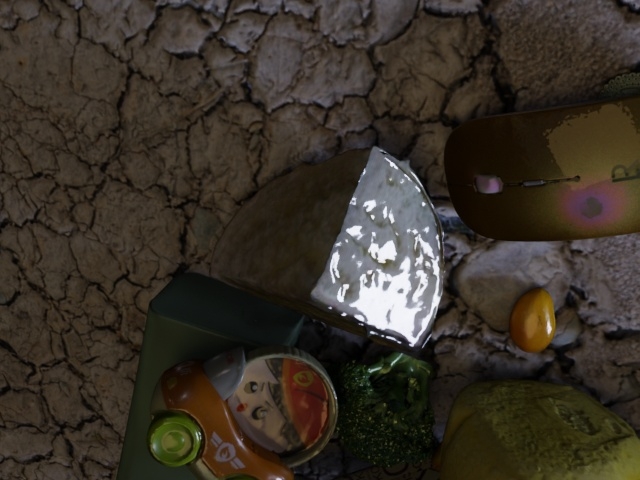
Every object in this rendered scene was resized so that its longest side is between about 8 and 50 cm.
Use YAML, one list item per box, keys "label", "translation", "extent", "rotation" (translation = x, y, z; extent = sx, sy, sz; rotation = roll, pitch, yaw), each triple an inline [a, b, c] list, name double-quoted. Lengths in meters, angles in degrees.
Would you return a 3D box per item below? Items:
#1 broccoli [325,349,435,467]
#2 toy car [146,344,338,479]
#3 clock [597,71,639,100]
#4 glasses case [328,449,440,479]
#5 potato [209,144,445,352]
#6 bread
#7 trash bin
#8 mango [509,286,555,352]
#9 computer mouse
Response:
- label: "broccoli"
  translation: [0.079, 0.225, 1.102]
  extent: [0.195, 0.195, 0.156]
  rotation: [21, 85, 7]
- label: "toy car"
  translation: [-0.088, 0.221, 1.015]
  extent: [0.235, 0.145, 0.235]
  rotation: [-1, 98, -7]
- label: "clock"
  translation: [0.356, -0.153, 0.910]
  extent: [0.083, 0.010, 0.074]
  rotation: [24, 120, 6]
- label: "glasses case"
  translation: [0.068, 0.387, 1.158]
  extent: [0.354, 0.085, 0.137]
  rotation: [-19, 138, 3]
- label: "potato"
  translation: [0.019, 0.007, 1.049]
  extent: [0.189, 0.211, 0.264]
  rotation: [27, 167, -38]
- label: "bread"
  translation: [0.275, 0.287, 1.004]
  extent: [0.269, 0.270, 0.148]
  rotation: [13, 114, 11]
- label: "trash bin"
  translation: [-0.160, 0.245, 1.177]
  extent: [0.222, 0.158, 0.344]
  rotation: [18, 118, 8]
- label: "mango"
  translation: [0.276, 0.102, 1.041]
  extent: [0.060, 0.046, 0.089]
  rotation: [13, 105, 8]
- label: "computer mouse"
  translation: [0.293, -0.082, 0.921]
  extent: [0.310, 0.072, 0.158]
  rotation: [-5, 111, 24]
